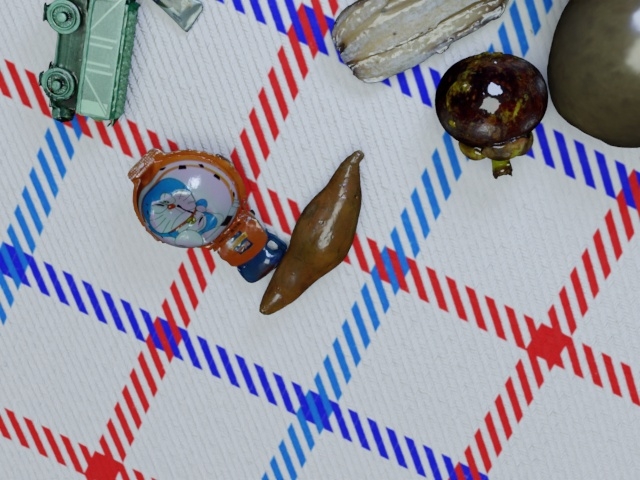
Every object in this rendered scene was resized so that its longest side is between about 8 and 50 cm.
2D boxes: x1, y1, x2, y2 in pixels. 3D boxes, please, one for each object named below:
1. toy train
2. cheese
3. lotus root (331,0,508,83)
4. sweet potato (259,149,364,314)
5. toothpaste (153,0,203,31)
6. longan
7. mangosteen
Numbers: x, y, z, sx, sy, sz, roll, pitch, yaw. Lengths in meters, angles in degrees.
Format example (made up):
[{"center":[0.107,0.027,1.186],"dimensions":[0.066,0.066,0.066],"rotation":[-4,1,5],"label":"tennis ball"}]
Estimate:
[{"center":[-0.412,-0.339,1.720],"dimensions":[0.154,0.115,0.269],"rotation":[10,106,-6],"label":"toy train"},{"center":[-0.205,-0.047,1.773],"dimensions":[0.217,0.129,0.329],"rotation":[-39,117,20],"label":"cheese"},{"center":[0.176,-0.404,1.667],"dimensions":[0.329,0.078,0.167],"rotation":[-24,125,9],"label":"lotus root"},{"center":[0.003,-0.004,1.775],"dimensions":[0.112,0.112,0.359],"rotation":[25,108,-2],"label":"sweet potato"},{"center":[-0.310,-0.466,1.710],"dimensions":[0.233,0.038,0.060],"rotation":[39,108,-9],"label":"toothpaste"},{"center":[0.511,-0.293,1.564],"dimensions":[0.297,0.297,0.297],"rotation":[1,106,5],"label":"longan"},{"center":[0.292,-0.211,1.650],"dimensions":[0.192,0.192,0.217],"rotation":[-3,113,6],"label":"mangosteen"}]
